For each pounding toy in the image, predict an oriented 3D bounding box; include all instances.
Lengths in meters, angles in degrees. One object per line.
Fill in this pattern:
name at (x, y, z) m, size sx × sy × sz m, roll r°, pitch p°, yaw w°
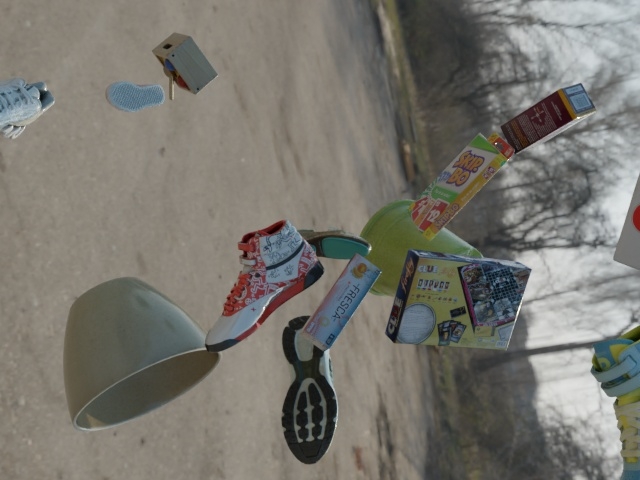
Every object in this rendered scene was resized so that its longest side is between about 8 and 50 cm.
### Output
pounding toy at (-0.321, -0.391, 1.806) m, size 0.141 × 0.100 × 0.130 m, roll 31°, pitch -19°, yaw 55°

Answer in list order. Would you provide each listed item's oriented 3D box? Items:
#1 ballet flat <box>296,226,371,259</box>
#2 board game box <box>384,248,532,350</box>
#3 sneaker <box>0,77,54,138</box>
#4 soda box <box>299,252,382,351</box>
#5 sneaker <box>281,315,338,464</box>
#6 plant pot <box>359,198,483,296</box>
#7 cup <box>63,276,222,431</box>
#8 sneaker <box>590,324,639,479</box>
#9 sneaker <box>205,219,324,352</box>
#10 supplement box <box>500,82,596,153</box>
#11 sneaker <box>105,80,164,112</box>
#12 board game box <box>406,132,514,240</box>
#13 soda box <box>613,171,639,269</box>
ballet flat at (0.000, 0.000, 1.610) m, size 0.067 × 0.206 × 0.073 m, roll -88°, pitch 177°, yaw -46°
board game box at (0.248, 0.109, 1.411) m, size 0.042 × 0.243 × 0.165 m, roll 42°, pitch -59°, yaw 60°
sneaker at (-0.559, -0.235, 1.361) m, size 0.292 × 0.118 × 0.110 m, roll -76°, pitch 142°, yaw -76°
soda box at (0.038, 0.115, 1.476) m, size 0.183 × 0.063 × 0.058 m, roll -54°, pitch 180°, yaw -18°
sneaker at (-0.013, 0.423, 2.193) m, size 0.182 × 0.158 × 0.410 m, roll 64°, pitch 22°, yaw -57°
plant pot at (0.270, 0.062, 2.012) m, size 0.254 × 0.276 × 0.276 m, roll 31°, pitch -33°, yaw 49°
cup at (-0.410, 0.220, 1.679) m, size 0.237 × 0.331 × 0.331 m, roll 58°, pitch 4°, yaw 19°
sneaker at (0.486, 0.274, 1.237) m, size 0.319 × 0.208 × 0.127 m, roll -57°, pitch -174°, yaw -23°
sneaker at (-0.133, 0.075, 1.456) m, size 0.145 × 0.270 × 0.090 m, roll 58°, pitch -15°, yaw -19°
supplement box at (0.537, -0.287, 1.868) m, size 0.104 × 0.188 × 0.080 m, roll -21°, pitch 82°, yaw -43°
sneaker at (-0.329, -0.240, 1.325) m, size 0.134 × 0.070 × 0.051 m, roll -23°, pitch 111°, yaw -62°
board game box at (0.297, -0.125, 1.695) m, size 0.039 × 0.259 × 0.124 m, roll 39°, pitch 14°, yaw -26°
soda box at (0.491, -0.063, 1.126) m, size 0.074 × 0.069 × 0.216 m, roll -1°, pitch 108°, yaw -50°
